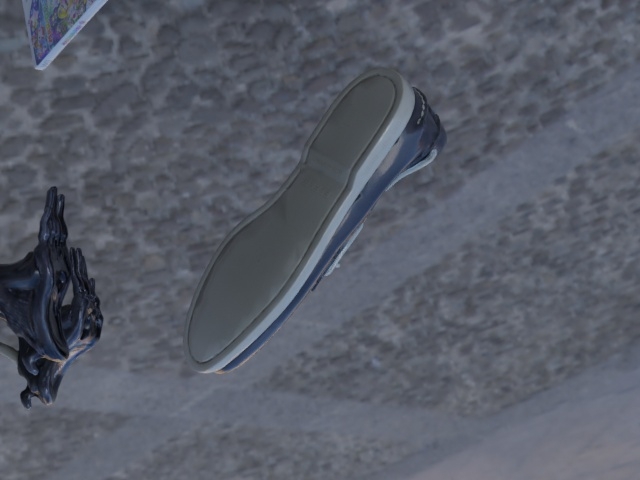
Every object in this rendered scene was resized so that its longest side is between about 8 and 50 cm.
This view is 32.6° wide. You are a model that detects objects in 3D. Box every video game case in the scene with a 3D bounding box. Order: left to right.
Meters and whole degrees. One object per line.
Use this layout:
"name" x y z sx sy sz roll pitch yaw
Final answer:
"video game case" -0.206 -0.205 0.885 0.011 0.087 0.122 3 154 -42

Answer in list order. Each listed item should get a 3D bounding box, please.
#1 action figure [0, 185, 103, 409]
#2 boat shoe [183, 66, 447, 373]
"action figure" -0.263 0.028 0.592 0.275 0.141 0.164 -3 159 2
"boat shoe" 0.000 0.000 0.635 0.065 0.075 0.206 31 97 -42
